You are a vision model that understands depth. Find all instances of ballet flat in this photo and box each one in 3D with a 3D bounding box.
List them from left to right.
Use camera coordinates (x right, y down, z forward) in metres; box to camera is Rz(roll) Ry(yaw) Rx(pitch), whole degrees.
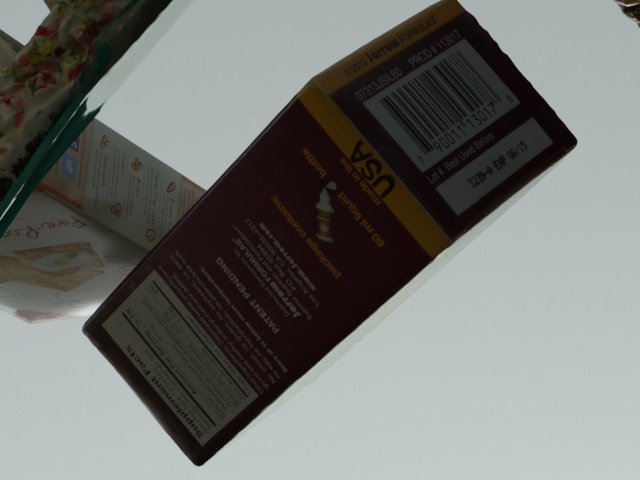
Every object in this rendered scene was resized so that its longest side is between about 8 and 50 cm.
[{"bbox_3d":[-0.115,-0.093,0.817,0.241,0.077,0.091,-52,1,-7],"label":"ballet flat"}]

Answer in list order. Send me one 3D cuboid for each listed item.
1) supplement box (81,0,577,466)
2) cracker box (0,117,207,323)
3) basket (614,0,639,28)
[{"bbox_3d":[0.000,0.000,0.739,0.104,0.081,0.188,-35,-7,-47],"label":"supplement box"},{"bbox_3d":[-0.178,-0.020,1.084,0.156,0.067,0.232,-9,-23,29],"label":"cracker box"},{"bbox_3d":[0.242,-0.206,0.818,0.223,0.299,0.213,38,-102,-33],"label":"basket"}]
